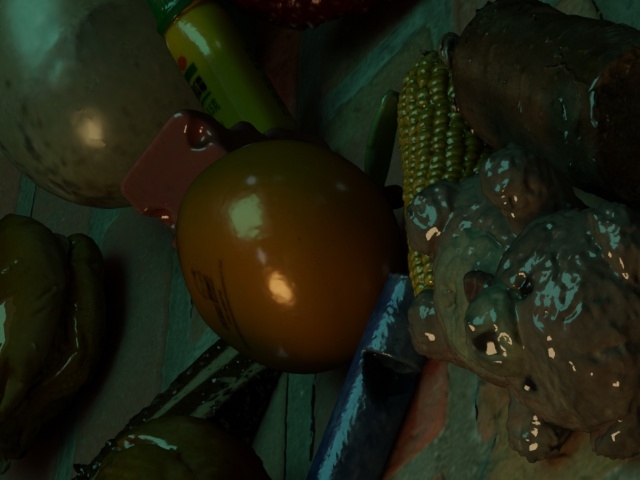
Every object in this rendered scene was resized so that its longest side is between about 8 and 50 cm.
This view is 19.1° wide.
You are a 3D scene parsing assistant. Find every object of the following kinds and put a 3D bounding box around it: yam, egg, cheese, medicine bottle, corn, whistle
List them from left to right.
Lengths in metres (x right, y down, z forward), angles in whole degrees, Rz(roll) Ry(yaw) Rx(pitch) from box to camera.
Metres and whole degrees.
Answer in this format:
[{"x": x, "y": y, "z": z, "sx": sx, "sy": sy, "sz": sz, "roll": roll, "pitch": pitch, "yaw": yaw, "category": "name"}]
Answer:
[{"x": -0.241, "y": -0.229, "z": 2.185, "sx": 0.345, "sy": 0.345, "sz": 0.428, "roll": -42, "pitch": 46, "yaw": 38, "category": "egg"}, {"x": -0.124, "y": -0.214, "z": 1.987, "sx": 0.076, "sy": 0.309, "sz": 0.111, "roll": -30, "pitch": -7, "yaw": -10, "category": "medicine bottle"}, {"x": -0.065, "y": -0.040, "z": 1.893, "sx": 0.128, "sy": 0.203, "sz": 0.177, "roll": -51, "pitch": -8, "yaw": 27, "category": "cheese"}, {"x": 0.029, "y": 0.175, "z": 1.588, "sx": 0.062, "sy": 0.062, "sz": 0.304, "roll": 2, "pitch": 68, "yaw": 63, "category": "whistle"}, {"x": 0.117, "y": -0.048, "z": 1.600, "sx": 0.106, "sy": 0.106, "sz": 0.293, "roll": -42, "pitch": 35, "yaw": 37, "category": "corn"}, {"x": 0.199, "y": -0.108, "z": 1.458, "sx": 0.128, "sy": 0.129, "sz": 0.238, "roll": -63, "pitch": 24, "yaw": 3, "category": "yam"}]

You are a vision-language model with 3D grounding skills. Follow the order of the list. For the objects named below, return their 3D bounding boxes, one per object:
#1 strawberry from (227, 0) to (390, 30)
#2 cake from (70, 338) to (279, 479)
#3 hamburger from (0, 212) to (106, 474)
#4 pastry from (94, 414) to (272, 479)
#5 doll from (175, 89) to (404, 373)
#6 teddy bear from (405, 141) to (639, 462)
[{"x": -0.012, "y": -0.351, "z": 1.977, "sx": 0.261, "sy": 0.261, "sz": 0.257, "roll": -61, "pitch": 20, "yaw": 3, "category": "strawberry"}, {"x": -0.113, "y": 0.212, "z": 1.853, "sx": 0.246, "sy": 0.135, "sz": 0.112, "roll": -42, "pitch": 28, "yaw": -28, "category": "cake"}, {"x": -0.375, "y": 0.124, "z": 2.298, "sx": 0.290, "sy": 0.170, "sz": 0.314, "roll": -56, "pitch": 26, "yaw": 29, "category": "hamburger"}, {"x": -0.138, "y": 0.315, "z": 1.584, "sx": 0.356, "sy": 0.164, "sz": 0.356, "roll": -166, "pitch": 90, "yaw": -80, "category": "pastry"}, {"x": 0.000, "y": 0.000, "z": 1.694, "sx": 0.236, "sy": 0.213, "sz": 0.213, "roll": -32, "pitch": 13, "yaw": -25, "category": "doll"}, {"x": 0.159, "y": 0.046, "z": 1.367, "sx": 0.267, "sy": 0.151, "sz": 0.236, "roll": -126, "pitch": 29, "yaw": -67, "category": "teddy bear"}]
